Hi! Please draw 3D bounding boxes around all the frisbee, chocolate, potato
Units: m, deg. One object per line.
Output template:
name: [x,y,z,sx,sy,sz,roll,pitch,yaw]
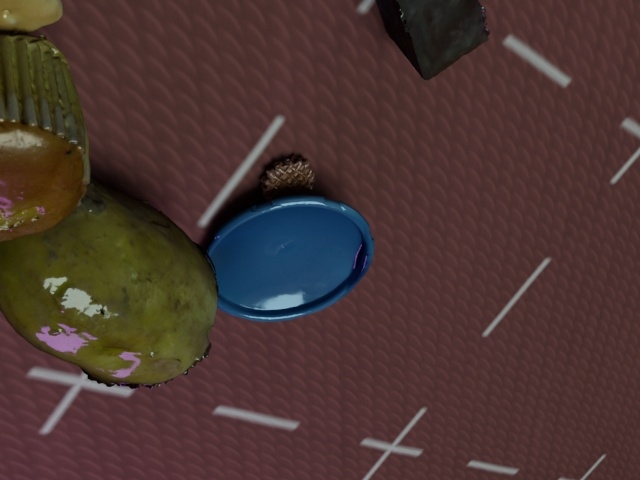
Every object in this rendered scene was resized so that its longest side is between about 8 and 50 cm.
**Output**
frisbee: [-0.047,0.019,1.593,0.242,0.045,0.242,-9,140,-8]
chocolate: [0.098,-0.336,1.345,0.112,0.112,0.321,-34,142,-5]
potato: [-0.267,0.028,1.317,0.229,0.229,0.266,-40,145,0]

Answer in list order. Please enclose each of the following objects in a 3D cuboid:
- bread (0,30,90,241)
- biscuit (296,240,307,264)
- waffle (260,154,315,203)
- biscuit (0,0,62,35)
bread: [-0.364,-0.078,1.111,0.288,0.156,0.204,-6,151,-17]
biscuit: [0.000,0.000,1.649,0.084,0.023,0.084,-22,139,-20]
waffle: [-0.043,-0.075,1.540,0.075,0.029,0.083,-25,136,-19]
biscuit: [-0.377,-0.204,1.080,0.249,0.030,0.160,-21,145,12]
